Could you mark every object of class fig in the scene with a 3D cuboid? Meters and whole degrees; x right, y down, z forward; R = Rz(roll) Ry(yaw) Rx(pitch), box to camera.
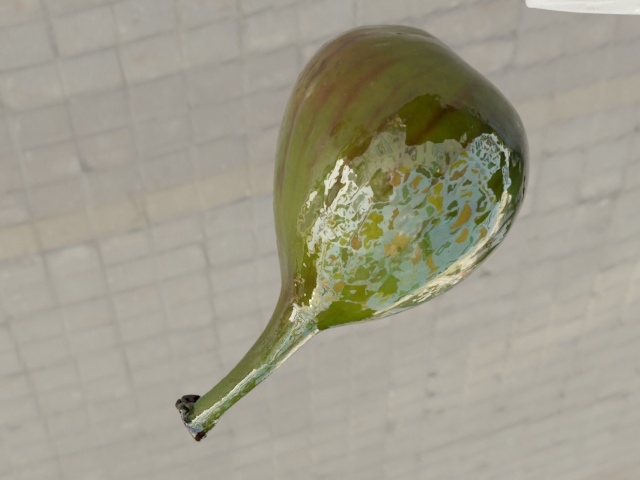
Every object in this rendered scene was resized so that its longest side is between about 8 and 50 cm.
[{"bbox_3d":[0.000,0.000,0.828,0.259,0.151,0.151,-47,147,-5],"label":"fig"}]

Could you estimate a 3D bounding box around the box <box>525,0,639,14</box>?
[{"bbox_3d":[0.181,-0.219,0.559,0.203,0.274,0.116,-5,-172,-41],"label":"box"}]
